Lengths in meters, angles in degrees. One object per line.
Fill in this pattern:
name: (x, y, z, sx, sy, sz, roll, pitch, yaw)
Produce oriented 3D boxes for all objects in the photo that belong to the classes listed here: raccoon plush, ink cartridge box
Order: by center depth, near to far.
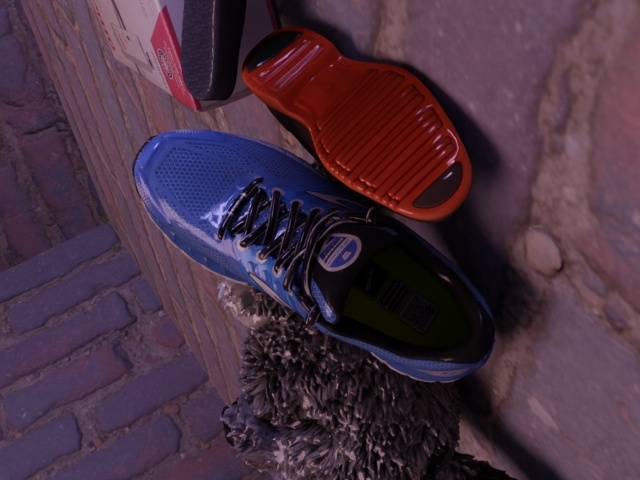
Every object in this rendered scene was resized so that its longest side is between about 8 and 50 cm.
raccoon plush: (0.080, 0.101, 0.731, 0.446, 0.216, 0.299, 17, 125, 24)
ink cartridge box: (-0.168, -0.279, 0.815, 0.283, 0.117, 0.207, 36, 149, 51)

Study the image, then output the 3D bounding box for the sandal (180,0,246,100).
sandal: (-0.076, -0.246, 0.650, 0.097, 0.054, 0.255, 49, 136, 41)

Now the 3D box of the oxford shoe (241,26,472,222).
oxford shoe: (0.037, -0.089, 0.626, 0.271, 0.097, 0.098, 49, 179, 42)

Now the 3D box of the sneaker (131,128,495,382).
sneaker: (0.000, 0.000, 0.597, 0.330, 0.130, 0.147, 28, 172, 3)
